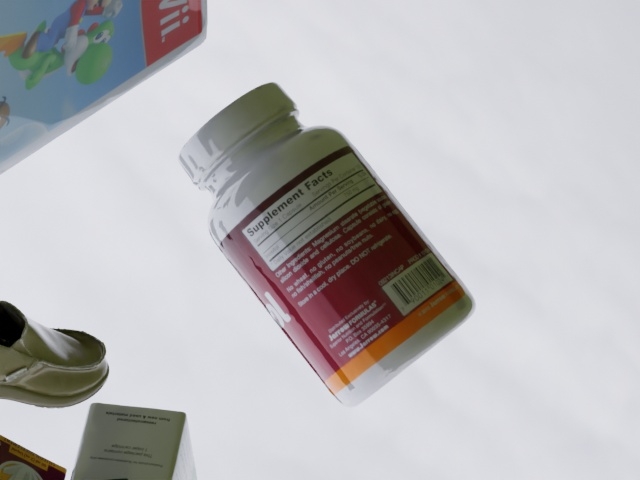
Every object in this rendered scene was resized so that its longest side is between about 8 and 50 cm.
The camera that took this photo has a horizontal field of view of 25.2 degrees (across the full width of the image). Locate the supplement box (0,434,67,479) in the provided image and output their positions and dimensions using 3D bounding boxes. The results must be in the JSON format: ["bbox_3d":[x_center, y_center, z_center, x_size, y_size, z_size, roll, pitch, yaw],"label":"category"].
[{"bbox_3d":[-0.356,0.315,1.584,0.104,0.081,0.188,31,-154,-18],"label":"supplement box"}]

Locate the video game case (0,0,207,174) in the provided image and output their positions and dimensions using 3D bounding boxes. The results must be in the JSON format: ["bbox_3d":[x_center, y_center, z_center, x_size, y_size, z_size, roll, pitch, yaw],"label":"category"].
[{"bbox_3d":[-0.156,-0.089,0.566,0.025,0.204,0.285,38,-121,23],"label":"video game case"}]

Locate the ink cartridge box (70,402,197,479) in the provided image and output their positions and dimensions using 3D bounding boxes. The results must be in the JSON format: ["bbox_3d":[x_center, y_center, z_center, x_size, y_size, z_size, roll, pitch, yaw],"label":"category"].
[{"bbox_3d":[-0.229,0.367,1.655,0.122,0.211,0.289,5,-128,5],"label":"ink cartridge box"}]

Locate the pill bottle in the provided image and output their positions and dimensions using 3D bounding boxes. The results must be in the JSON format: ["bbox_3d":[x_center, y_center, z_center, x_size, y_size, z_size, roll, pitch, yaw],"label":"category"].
[{"bbox_3d":[0.000,0.000,0.709,0.152,0.086,0.086,52,-144,6],"label":"pill bottle"}]

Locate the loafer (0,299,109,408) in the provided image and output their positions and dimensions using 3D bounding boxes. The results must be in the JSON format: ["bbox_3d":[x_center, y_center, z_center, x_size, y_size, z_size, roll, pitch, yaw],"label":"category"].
[{"bbox_3d":[-0.315,0.111,1.470,0.102,0.092,0.268,34,-162,34],"label":"loafer"}]
